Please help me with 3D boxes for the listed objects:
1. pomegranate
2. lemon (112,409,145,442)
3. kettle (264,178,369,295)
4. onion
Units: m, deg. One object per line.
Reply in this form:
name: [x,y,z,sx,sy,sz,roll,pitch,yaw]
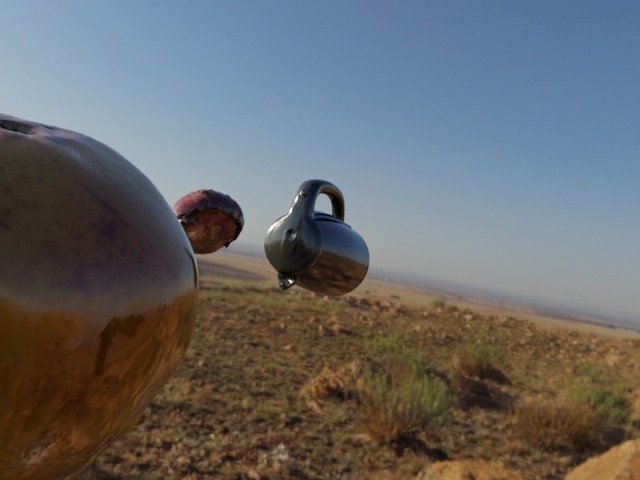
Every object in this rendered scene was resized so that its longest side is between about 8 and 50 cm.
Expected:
pomegranate: [-0.338,0.062,0.569,0.417,0.416,0.416,10,-1,0]
lemon: [-0.450,0.271,1.047,0.263,0.235,0.236,27,-4,-7]
kettle: [0.000,0.000,1.023,0.144,0.202,0.232,20,-2,21]
onion: [-0.274,-0.053,1.338,0.184,0.184,0.147,11,36,-35]
